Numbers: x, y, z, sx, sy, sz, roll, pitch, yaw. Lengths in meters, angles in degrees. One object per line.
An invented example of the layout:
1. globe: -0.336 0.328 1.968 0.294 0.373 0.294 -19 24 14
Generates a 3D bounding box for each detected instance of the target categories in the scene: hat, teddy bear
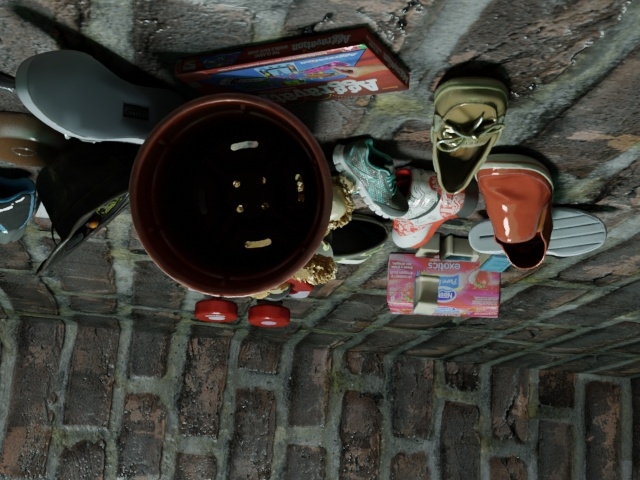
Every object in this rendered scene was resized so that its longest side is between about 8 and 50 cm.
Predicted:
1. hat: -0.385 -0.089 1.630 0.134 0.331 0.331 51 154 -6
2. teddy bear: -0.061 -0.037 1.696 0.245 0.113 0.338 27 137 9

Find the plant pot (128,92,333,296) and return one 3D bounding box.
1. plant pot: -0.114 -0.067 1.440 0.272 0.272 0.265 4 -176 2

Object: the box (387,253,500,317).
1. box: 0.286 0.105 2.281 0.257 0.122 0.128 2 164 9

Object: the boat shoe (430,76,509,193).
1. boat shoe: 0.208 -0.148 1.402 0.105 0.089 0.285 3 165 6

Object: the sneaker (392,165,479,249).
1. sneaker: 0.153 -0.060 1.762 0.145 0.090 0.270 11 160 -21

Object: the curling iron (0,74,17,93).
1. curling iron: -0.523 -0.246 1.336 0.068 0.035 0.274 -7 161 37

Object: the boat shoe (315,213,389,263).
1. boat shoe: -0.001 -0.004 1.937 0.305 0.109 0.091 -2 161 -37

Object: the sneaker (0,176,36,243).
1. sneaker: -0.697 -0.107 1.827 0.341 0.125 0.139 15 135 -28

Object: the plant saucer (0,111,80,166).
1. plant saucer: -0.494 -0.162 1.650 0.199 0.036 0.198 4 164 1

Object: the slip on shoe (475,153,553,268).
1. slip on shoe: 0.337 -0.049 1.684 0.123 0.101 0.331 0 154 20

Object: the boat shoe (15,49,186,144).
1. boat shoe: -0.313 -0.189 1.358 0.105 0.113 0.306 2 -178 31

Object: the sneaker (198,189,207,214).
1. sneaker: -0.169 -0.077 1.826 0.222 0.083 0.118 3 164 -39

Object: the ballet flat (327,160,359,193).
1. ballet flat: -0.009 -0.106 1.708 0.206 0.073 0.067 -13 132 41

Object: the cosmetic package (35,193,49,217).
1. cosmetic package: -0.476 -0.091 1.866 0.099 0.060 0.239 10 164 -19

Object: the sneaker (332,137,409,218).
1. sneaker: 0.096 -0.100 1.593 0.076 0.065 0.166 -25 123 40

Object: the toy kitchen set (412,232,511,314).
1. toy kitchen set: 0.302 0.084 2.111 0.207 0.166 0.122 5 165 -3

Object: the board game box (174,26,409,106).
1. board game box: -0.038 -0.221 1.319 0.281 0.027 0.145 -4 165 27

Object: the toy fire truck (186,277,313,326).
1. toy fire truck: -0.162 0.088 2.251 0.302 0.169 0.254 5 164 -9

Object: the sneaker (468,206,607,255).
1. sneaker: 0.415 -0.019 1.883 0.258 0.094 0.091 1 -174 23
